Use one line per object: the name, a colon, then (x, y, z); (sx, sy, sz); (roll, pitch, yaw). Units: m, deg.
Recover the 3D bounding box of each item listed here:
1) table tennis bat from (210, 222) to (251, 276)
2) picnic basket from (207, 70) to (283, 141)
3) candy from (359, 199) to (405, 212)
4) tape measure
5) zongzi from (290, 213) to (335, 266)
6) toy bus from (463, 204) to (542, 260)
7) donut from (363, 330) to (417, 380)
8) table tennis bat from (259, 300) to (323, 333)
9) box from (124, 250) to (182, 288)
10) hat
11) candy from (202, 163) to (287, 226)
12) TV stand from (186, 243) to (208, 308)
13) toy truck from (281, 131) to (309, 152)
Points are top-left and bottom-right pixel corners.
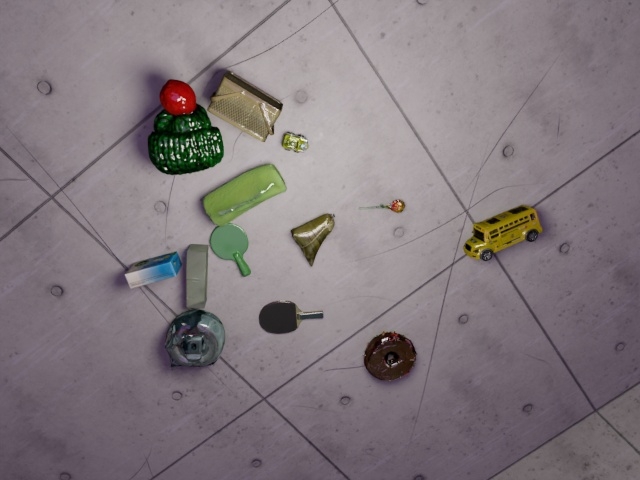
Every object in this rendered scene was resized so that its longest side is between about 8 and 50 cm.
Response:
table tennis bat: (-0.376, 0.044, 1.904); (0.161, 0.039, 0.256); (-25, 105, 1)
picnic basket: (-0.277, -0.502, 1.645); (0.267, 0.165, 0.139); (28, 114, -16)
candy: (0.269, -0.146, 1.917); (0.201, 0.060, 0.060); (-3, 110, 2)
tape measure: (-0.559, 0.452, 1.964); (0.257, 0.147, 0.274); (-1, 110, -8)
zongzi: (0.002, -0.002, 1.906); (0.205, 0.094, 0.204); (-26, 114, 2)
toy bus: (0.806, -0.036, 1.972); (0.332, 0.145, 0.151); (-22, 109, -2)
donut: (0.337, 0.563, 2.143); (0.270, 0.103, 0.269); (-3, 110, -9)
table tennis bat: (-0.137, 0.356, 2.050); (0.302, 0.022, 0.173); (-5, 109, -5)
box: (-0.696, 0.122, 1.832); (0.195, 0.139, 0.073); (-16, 109, -2)
hat: (-0.509, -0.422, 1.604); (0.275, 0.242, 0.331); (-11, 122, -12)
candy: (-0.313, -0.187, 1.789); (0.344, 0.132, 0.142); (-27, 68, 1)
TV stand: (-0.534, 0.156, 1.894); (0.083, 0.088, 0.269); (3, 108, -8)
toy truck: (-0.099, -0.391, 1.763); (0.111, 0.077, 0.076); (12, 107, -12)
